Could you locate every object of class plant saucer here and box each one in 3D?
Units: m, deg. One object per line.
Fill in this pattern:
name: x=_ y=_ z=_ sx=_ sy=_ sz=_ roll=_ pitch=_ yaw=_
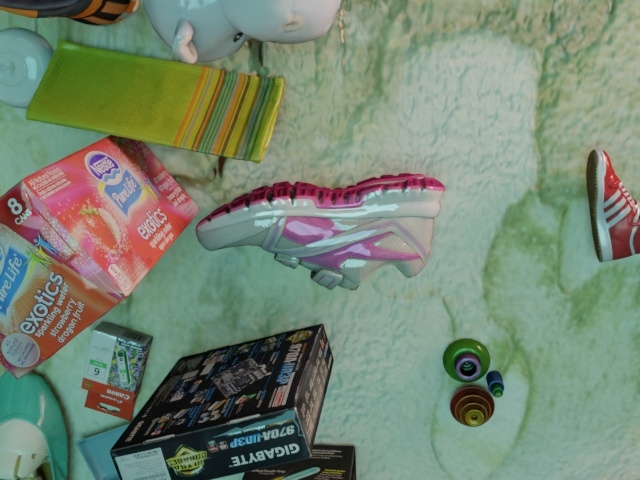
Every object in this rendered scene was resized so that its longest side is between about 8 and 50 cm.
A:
plant saucer: x=-0.189 y=0.234 z=0.880 sx=0.192 sy=0.018 sz=0.067 roll=-20 pitch=102 yaw=10

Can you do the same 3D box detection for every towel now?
towel: x=-0.160 y=-0.140 z=0.737 sx=0.237 sy=0.102 sz=0.021 roll=11 pitch=150 yaw=3

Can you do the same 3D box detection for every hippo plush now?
hippo plush: x=-0.096 y=-0.268 z=0.617 sx=0.294 sy=0.234 sz=0.236 roll=-3 pitch=105 yaw=6

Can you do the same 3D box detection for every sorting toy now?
sorting toy: x=0.167 y=0.160 z=0.808 sx=0.061 sy=0.042 sz=0.102 roll=-9 pitch=104 yaw=8

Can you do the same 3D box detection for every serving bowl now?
serving bowl: x=-0.316 y=-0.177 z=0.773 sx=0.083 sy=0.027 sz=0.083 roll=2 pitch=105 yaw=6

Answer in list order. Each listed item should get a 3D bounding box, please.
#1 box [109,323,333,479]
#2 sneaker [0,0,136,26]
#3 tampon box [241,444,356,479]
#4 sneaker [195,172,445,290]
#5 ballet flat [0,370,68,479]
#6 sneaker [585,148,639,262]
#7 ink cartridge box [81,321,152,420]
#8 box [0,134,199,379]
box: x=-0.085 y=0.158 z=0.742 sx=0.175 sy=0.220 sz=0.051 roll=-15 pitch=101 yaw=9
sneaker: x=-0.318 y=-0.306 z=0.657 sx=0.321 sy=0.180 sz=0.124 roll=31 pitch=106 yaw=-3
tampon box: x=-0.026 y=0.305 z=0.807 sx=0.121 sy=0.161 sz=0.101 roll=0 pitch=106 yaw=7
sneaker: x=0.000 y=0.000 z=0.750 sx=0.252 sy=0.103 sz=0.111 roll=-3 pitch=104 yaw=8
ballet flat: x=-0.339 y=0.274 z=0.870 sx=0.083 sy=0.087 sz=0.247 roll=-3 pitch=105 yaw=5
sneaker: x=0.302 y=-0.038 z=0.739 sx=0.067 sy=0.042 sz=0.118 roll=-9 pitch=112 yaw=12
ink cartridge box: x=-0.237 y=0.156 z=0.856 sx=0.063 sy=0.029 sz=0.115 roll=17 pitch=106 yaw=1
box: x=-0.222 y=-0.004 z=0.692 sx=0.128 sy=0.257 sz=0.122 roll=-36 pitch=102 yaw=14
